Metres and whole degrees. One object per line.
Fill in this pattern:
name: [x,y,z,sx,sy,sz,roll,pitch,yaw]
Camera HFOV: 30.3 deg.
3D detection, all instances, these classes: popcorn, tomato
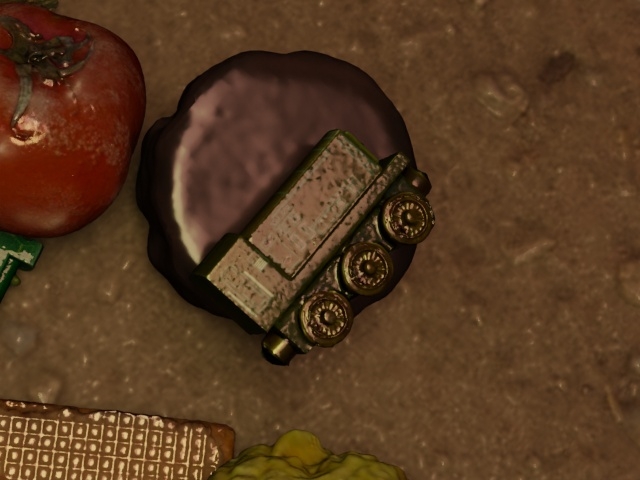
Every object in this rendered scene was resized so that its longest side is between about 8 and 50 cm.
popcorn: [-0.026,0.296,1.046,0.206,0.237,0.251,21,61,18]
tomato: [-0.276,-0.107,1.098,0.232,0.188,0.232,7,43,-7]

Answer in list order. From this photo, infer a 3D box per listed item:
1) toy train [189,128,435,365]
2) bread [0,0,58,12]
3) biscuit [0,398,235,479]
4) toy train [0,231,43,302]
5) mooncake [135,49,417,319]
toy train: [0.000,0.000,1.062,0.137,0.090,0.225,42,75,-8]
bread: [-0.349,-0.274,1.157,0.148,0.134,0.141,-19,82,-27]
biscuit: [-0.268,0.197,1.107,0.378,0.054,0.094,7,77,-11]
toy train: [-0.345,0.056,1.118,0.104,0.071,0.178,27,72,-16]
mooncake: [-0.042,-0.044,1.168,0.283,0.141,0.283,1,85,-16]
